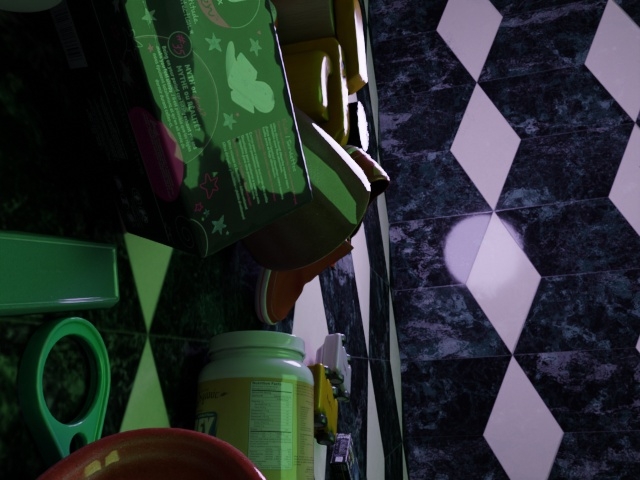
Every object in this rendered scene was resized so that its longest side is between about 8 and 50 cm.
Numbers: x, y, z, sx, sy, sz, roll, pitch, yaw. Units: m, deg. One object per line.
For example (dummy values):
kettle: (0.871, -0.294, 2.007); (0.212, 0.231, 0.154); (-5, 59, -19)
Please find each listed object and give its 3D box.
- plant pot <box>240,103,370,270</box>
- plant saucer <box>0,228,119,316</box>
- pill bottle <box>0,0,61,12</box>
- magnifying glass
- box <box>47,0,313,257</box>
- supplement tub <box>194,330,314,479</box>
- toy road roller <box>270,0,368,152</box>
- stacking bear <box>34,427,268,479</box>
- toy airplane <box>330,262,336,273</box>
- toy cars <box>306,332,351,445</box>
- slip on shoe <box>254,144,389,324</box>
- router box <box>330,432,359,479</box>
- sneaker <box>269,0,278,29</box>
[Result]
plant pot: (-0.076, -0.109, 0.799); (0.230, 0.215, 0.216); (51, 33, -40)
plant saucer: (-0.224, 0.026, 0.465); (0.192, 0.018, 0.067); (17, 68, -76)
pill bottle: (-0.223, -0.270, 0.409); (0.112, 0.111, 0.187); (35, 49, -72)
magnifying glass: (-0.202, 0.179, 0.468); (0.092, 0.026, 0.231); (15, 70, -75)
box: (-0.129, -0.133, 0.539); (0.142, 0.163, 0.248); (-28, 117, -35)
supplement tub: (-0.079, 0.221, 0.690); (0.144, 0.144, 0.200); (55, 31, -62)
toy road roller: (-0.037, -0.287, 0.978); (0.240, 0.202, 0.330); (3, 82, -75)
stacking bear: (-0.124, 0.301, 0.400); (0.164, 0.175, 0.289); (-118, -146, -71)
toy airplane: (0.029, 0.012, 1.468); (0.151, 0.028, 0.151); (-6, 90, -78)
toy cars: (-0.002, 0.283, 1.117); (0.393, 0.087, 0.177); (-26, 113, -79)
slip on shoe: (0.000, 0.000, 0.943); (0.331, 0.101, 0.123); (-57, 156, -3)
router box: (0.059, 0.526, 1.328); (0.092, 0.038, 0.123); (-70, 150, -63)
sneaker: (-0.134, -0.366, 0.861); (0.270, 0.090, 0.145); (-77, 159, -47)
